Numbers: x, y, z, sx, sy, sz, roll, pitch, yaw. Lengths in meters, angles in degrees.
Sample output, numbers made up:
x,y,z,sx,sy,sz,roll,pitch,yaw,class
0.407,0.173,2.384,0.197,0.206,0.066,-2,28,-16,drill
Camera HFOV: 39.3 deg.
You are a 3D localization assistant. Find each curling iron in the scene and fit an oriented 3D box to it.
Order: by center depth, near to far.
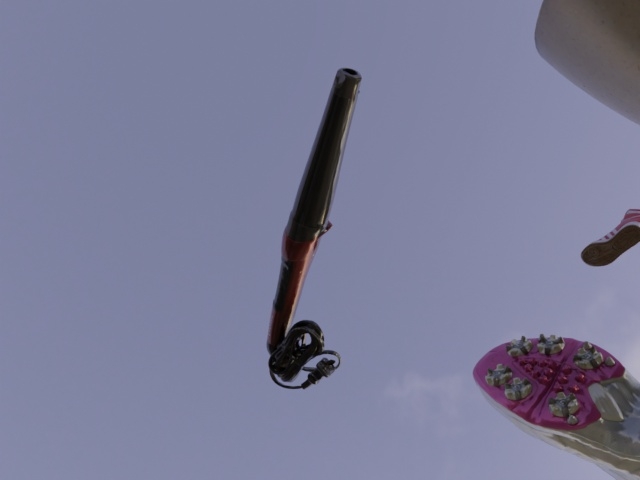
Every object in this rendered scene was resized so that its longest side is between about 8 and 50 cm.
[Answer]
x,y,z,sx,sy,sz,roll,pitch,yaw,class
0.000,0.000,0.685,0.068,0.035,0.273,21,-62,21,curling iron

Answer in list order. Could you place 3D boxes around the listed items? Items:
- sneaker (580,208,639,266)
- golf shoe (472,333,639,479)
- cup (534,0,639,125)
x,y,z,sx,sy,sz,roll,pitch,yaw,class
0.447,-0.005,1.346,0.042,0.067,0.118,48,-41,-2,sneaker
0.270,0.180,0.807,0.115,0.306,0.140,-38,-56,-29,golf shoe
0.376,-0.183,0.704,0.331,0.331,0.237,-43,-110,17,cup
